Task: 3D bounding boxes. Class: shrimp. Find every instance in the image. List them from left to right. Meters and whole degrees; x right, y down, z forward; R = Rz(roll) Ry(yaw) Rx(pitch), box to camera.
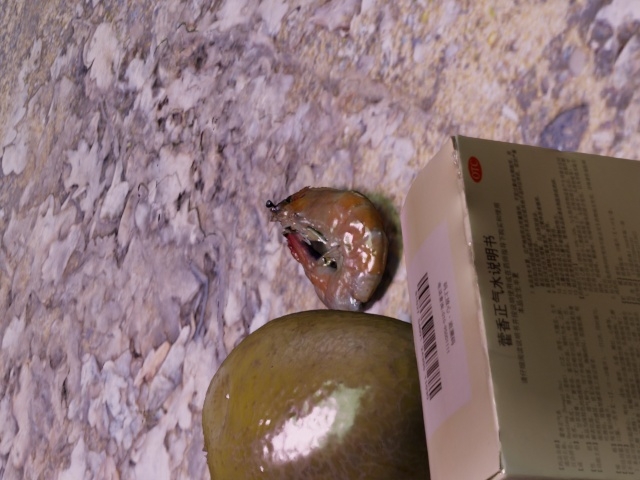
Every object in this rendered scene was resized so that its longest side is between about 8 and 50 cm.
[{"bbox_3d":[0.000,0.000,1.221,0.190,0.042,0.101,29,107,57],"label":"shrimp"}]

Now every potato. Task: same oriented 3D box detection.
[{"bbox_3d":[0.011,0.131,1.031,0.251,0.159,0.174,-21,82,43],"label":"potato"}]

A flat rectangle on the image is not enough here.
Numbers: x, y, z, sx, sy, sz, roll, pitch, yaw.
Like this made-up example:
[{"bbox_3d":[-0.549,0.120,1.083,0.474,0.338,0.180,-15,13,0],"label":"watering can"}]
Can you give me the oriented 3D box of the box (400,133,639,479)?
[{"bbox_3d":[0.142,0.058,0.826,0.095,0.168,0.212,124,149,-52],"label":"box"}]
